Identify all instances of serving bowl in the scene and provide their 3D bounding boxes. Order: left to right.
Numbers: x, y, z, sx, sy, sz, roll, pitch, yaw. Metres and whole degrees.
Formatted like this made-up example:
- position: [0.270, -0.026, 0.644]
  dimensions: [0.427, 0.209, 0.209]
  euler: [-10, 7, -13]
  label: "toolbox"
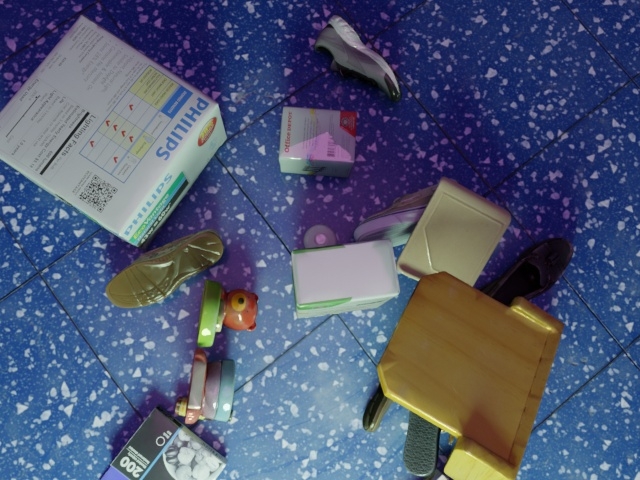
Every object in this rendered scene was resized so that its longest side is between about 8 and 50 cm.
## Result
- position: [0.000, 0.000, 1.302]
  dimensions: [0.083, 0.027, 0.084]
  euler: [0, 80, -3]
  label: "serving bowl"

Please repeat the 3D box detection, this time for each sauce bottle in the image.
- position: [-0.261, 0.382, 1.218]
  dimensions: [0.128, 0.042, 0.042]
  euler: [10, 80, -2]
  label: "sauce bottle"

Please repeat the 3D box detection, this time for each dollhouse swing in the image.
- position: [0.298, 0.293, 1.145]
  dimensions: [0.304, 0.315, 0.347]
  euler: [21, 60, 18]
  label: "dollhouse swing"

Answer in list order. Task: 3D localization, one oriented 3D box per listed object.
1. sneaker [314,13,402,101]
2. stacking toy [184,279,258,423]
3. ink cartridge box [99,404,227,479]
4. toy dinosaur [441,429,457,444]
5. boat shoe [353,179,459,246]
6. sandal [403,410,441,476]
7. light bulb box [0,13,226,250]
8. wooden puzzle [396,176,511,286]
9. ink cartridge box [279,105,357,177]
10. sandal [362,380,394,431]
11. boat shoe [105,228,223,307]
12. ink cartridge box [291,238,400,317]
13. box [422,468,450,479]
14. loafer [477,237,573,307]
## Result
- position: [0.097, -0.437, 1.354]
  dimensions: [0.271, 0.100, 0.108]
  euler: [45, 95, 8]
  label: "sneaker"
- position: [-0.196, 0.227, 1.129]
  dimensions: [0.130, 0.279, 0.309]
  euler: [8, 74, -13]
  label: "stacking toy"
- position: [-0.349, 0.512, 1.190]
  dimensions: [0.206, 0.045, 0.208]
  euler: [37, 82, 3]
  label: "ink cartridge box"
- position: [0.263, 0.409, 1.229]
  dimensions: [0.112, 0.064, 0.212]
  euler: [25, 80, 3]
  label: "toy dinosaur"
- position: [0.215, -0.062, 1.299]
  dimensions: [0.302, 0.109, 0.094]
  euler: [-16, 59, -10]
  label: "boat shoe"
- position: [0.240, 0.388, 1.198]
  dimensions: [0.097, 0.054, 0.255]
  euler: [11, 69, 29]
  label: "sandal"
- position: [-0.463, -0.227, 1.216]
  dimensions: [0.360, 0.225, 0.358]
  euler: [33, 80, 2]
  label: "light bulb box"
- position: [0.308, -0.002, 1.258]
  dimensions: [0.220, 0.044, 0.239]
  euler: [23, 96, -23]
  label: "wooden puzzle"
- position: [-0.008, -0.232, 1.289]
  dimensions: [0.176, 0.127, 0.128]
  euler: [5, 81, -2]
  label: "ink cartridge box"
- position: [0.170, 0.339, 1.225]
  dimensions: [0.060, 0.090, 0.220]
  euler: [30, 79, -8]
  label: "sandal"
- position: [-0.356, 0.063, 1.253]
  dimensions: [0.285, 0.089, 0.105]
  euler: [-26, 109, -4]
  label: "boat shoe"
- position: [0.041, 0.090, 1.164]
  dimensions: [0.201, 0.278, 0.117]
  euler: [-7, 78, -4]
  label: "ink cartridge box"
- position: [0.169, 0.641, 1.184]
  dimensions: [0.324, 0.067, 0.063]
  euler: [-42, 84, -8]
  label: "box"
- position: [0.489, 0.093, 1.277]
  dimensions: [0.302, 0.095, 0.109]
  euler: [-34, 84, -8]
  label: "loafer"
